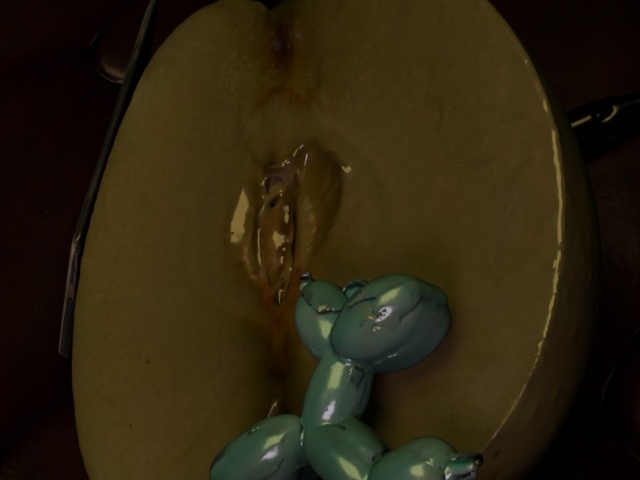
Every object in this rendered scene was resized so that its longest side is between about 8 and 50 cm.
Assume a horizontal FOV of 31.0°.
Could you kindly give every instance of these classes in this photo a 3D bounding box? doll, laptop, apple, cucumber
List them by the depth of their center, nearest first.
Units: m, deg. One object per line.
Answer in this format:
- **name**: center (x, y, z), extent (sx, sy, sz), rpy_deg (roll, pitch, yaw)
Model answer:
- **doll**: center (0.015, 0.090, 0.594), extent (0.159, 0.059, 0.159), rpy_deg (-53, 49, 12)
- **apple**: center (0.000, 0.000, 0.735), extent (0.320, 0.312, 0.360), rpy_deg (4, 68, -6)
- **cucumber**: center (0.207, -0.087, 0.877), extent (0.163, 0.039, 0.043), rpy_deg (-25, 69, 11)
- **laptop**: center (-0.177, -0.055, 0.969), extent (0.015, 0.188, 0.269), rpy_deg (15, 56, -7)
